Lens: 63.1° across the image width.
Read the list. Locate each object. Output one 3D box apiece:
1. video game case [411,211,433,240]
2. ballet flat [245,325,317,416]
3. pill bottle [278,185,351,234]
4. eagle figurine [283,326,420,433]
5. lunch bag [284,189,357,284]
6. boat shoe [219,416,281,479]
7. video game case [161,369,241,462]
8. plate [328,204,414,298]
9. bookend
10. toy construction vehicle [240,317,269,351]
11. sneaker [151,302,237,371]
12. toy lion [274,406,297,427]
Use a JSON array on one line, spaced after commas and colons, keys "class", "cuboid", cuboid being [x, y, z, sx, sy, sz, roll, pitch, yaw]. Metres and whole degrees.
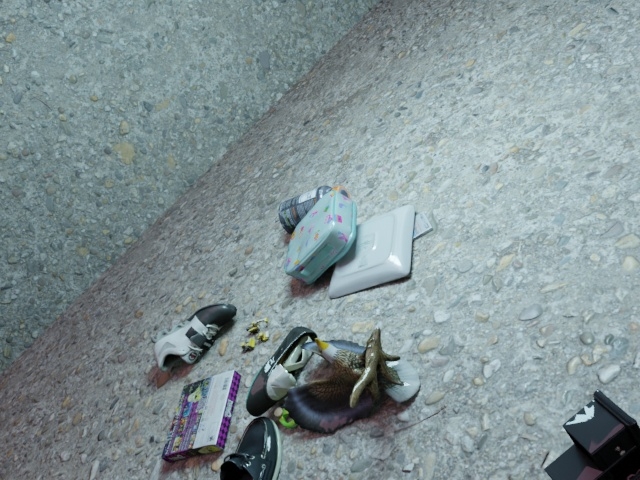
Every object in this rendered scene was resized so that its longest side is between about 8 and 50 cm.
[{"class": "video game case", "cuboid": [0.264, -0.029, 1.534, 0.122, 0.011, 0.087, -32, 34, 14]}, {"class": "ballet flat", "cuboid": [-0.094, 0.334, 1.366, 0.096, 0.095, 0.280, -10, 37, 44]}, {"class": "pill bottle", "cuboid": [-0.016, -0.111, 1.813, 0.246, 0.130, 0.130, -19, 39, 31]}, {"class": "eagle figurine", "cuboid": [0.058, 0.307, 1.223, 0.226, 0.225, 0.298, -14, -19, -33]}, {"class": "lunch bag", "cuboid": [0.000, 0.000, 1.621, 0.279, 0.108, 0.224, -47, 27, 36]}, {"class": "boat shoe", "cuboid": [-0.184, 0.552, 1.206, 0.127, 0.113, 0.340, -19, 38, 32]}, {"class": "video game case", "cuboid": [-0.339, 0.501, 1.494, 0.210, 0.042, 0.232, -23, 36, 25]}, {"class": "plate", "cuboid": [0.145, 0.023, 1.551, 0.277, 0.045, 0.277, -21, 39, 33]}, {"class": "bookend", "cuboid": [0.416, 0.337, 0.801, 0.156, 0.157, 0.072, -40, 32, 1]}, {"class": "toy construction vehicle", "cuboid": [-0.204, 0.289, 1.615, 0.098, 0.035, 0.085, -27, 35, 21]}, {"class": "sneaker", "cuboid": [-0.407, 0.328, 1.727, 0.331, 0.122, 0.146, -31, 52, 13]}, {"class": "toy lion", "cuboid": [-0.055, 0.429, 1.302, 0.100, 0.034, 0.096, -45, 40, -6]}]
